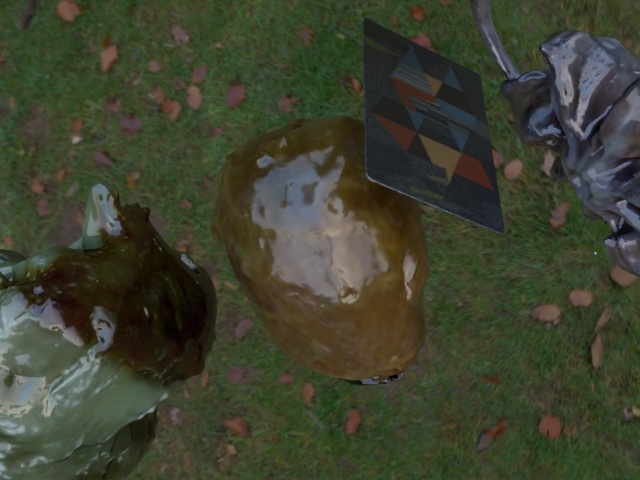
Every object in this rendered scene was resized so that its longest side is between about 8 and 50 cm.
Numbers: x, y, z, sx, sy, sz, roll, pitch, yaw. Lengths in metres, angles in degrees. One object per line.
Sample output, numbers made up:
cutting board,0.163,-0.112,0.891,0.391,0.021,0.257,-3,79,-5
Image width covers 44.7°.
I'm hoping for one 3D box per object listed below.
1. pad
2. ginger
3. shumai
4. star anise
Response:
pad,0.098,-0.107,0.694,0.003,0.143,0.211,-47,31,44
ginger,0.003,-0.001,0.807,0.201,0.223,0.269,-23,54,30
shumai,-0.283,0.098,0.807,0.323,0.398,0.324,-35,51,33
star anise,0.287,-0.105,0.731,0.139,0.316,0.359,-36,116,-12
